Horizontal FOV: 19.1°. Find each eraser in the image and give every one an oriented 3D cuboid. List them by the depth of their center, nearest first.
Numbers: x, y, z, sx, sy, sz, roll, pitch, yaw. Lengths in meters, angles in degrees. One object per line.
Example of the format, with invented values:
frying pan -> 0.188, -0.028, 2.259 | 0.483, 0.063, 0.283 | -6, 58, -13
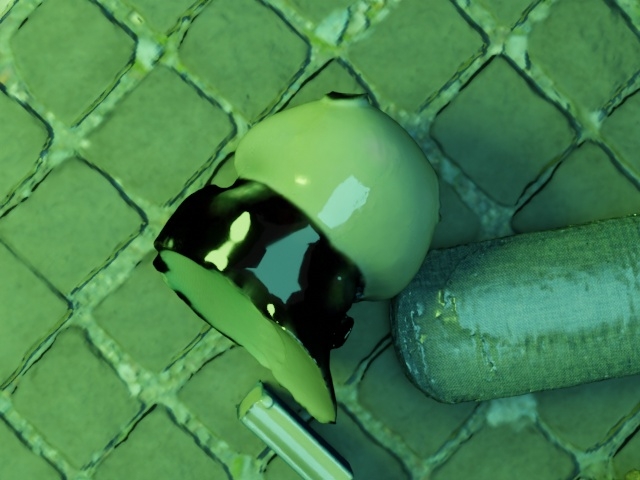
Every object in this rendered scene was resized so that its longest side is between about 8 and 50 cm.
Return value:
eraser -> -0.017, 0.134, 1.275 | 0.084, 0.063, 0.027 | 43, 91, -6

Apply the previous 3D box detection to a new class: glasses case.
glasses case -> 0.186, 0.041, 1.287 | 0.282, 0.067, 0.109 | -10, 90, -2

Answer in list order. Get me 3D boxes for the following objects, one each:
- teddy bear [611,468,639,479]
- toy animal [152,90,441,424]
teddy bear -> 0.254, 0.273, 1.277 | 0.182, 0.129, 0.251 | -34, 97, -4
toy animal -> 0.000, 0.000, 1.237 | 0.166, 0.138, 0.179 | 43, 82, -10
